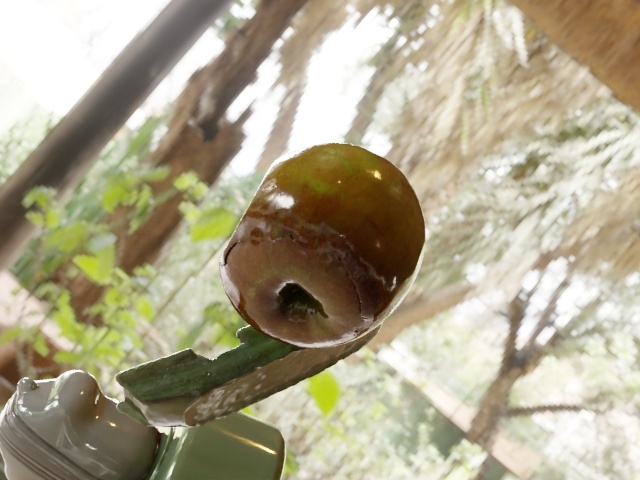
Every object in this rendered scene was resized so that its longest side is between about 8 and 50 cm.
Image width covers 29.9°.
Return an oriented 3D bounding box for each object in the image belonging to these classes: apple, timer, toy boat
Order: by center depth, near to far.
[{"bbox_3d":[0.006,0.002,0.956,0.146,0.147,0.163,25,-42,-5],"label":"apple"},{"bbox_3d":[-0.037,0.093,1.059,0.055,0.293,0.093,55,-25,26],"label":"toy boat"},{"bbox_3d":[-0.246,0.277,1.453,0.315,0.291,0.291,34,-3,-12],"label":"timer"}]
